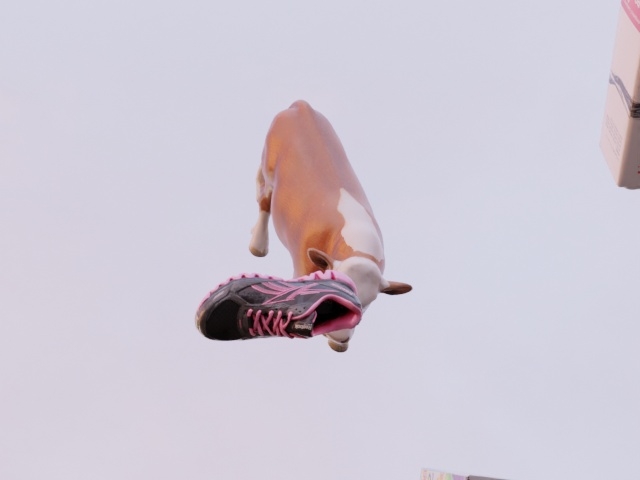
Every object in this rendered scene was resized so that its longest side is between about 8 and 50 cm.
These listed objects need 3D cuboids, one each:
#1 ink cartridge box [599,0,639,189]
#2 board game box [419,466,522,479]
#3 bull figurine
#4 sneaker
[{"bbox_3d":[0.409,-0.181,1.274,0.171,0.100,0.237,-2,-55,-3],"label":"ink cartridge box"},{"bbox_3d":[0.207,0.357,1.422,0.144,0.142,0.275,8,-10,-4],"label":"board game box"},{"bbox_3d":[0.000,0.000,1.210,0.101,0.310,0.188,2,-41,-20],"label":"bull figurine"},{"bbox_3d":[-0.026,0.050,0.806,0.119,0.057,0.047,-9,-66,-15],"label":"sneaker"}]
